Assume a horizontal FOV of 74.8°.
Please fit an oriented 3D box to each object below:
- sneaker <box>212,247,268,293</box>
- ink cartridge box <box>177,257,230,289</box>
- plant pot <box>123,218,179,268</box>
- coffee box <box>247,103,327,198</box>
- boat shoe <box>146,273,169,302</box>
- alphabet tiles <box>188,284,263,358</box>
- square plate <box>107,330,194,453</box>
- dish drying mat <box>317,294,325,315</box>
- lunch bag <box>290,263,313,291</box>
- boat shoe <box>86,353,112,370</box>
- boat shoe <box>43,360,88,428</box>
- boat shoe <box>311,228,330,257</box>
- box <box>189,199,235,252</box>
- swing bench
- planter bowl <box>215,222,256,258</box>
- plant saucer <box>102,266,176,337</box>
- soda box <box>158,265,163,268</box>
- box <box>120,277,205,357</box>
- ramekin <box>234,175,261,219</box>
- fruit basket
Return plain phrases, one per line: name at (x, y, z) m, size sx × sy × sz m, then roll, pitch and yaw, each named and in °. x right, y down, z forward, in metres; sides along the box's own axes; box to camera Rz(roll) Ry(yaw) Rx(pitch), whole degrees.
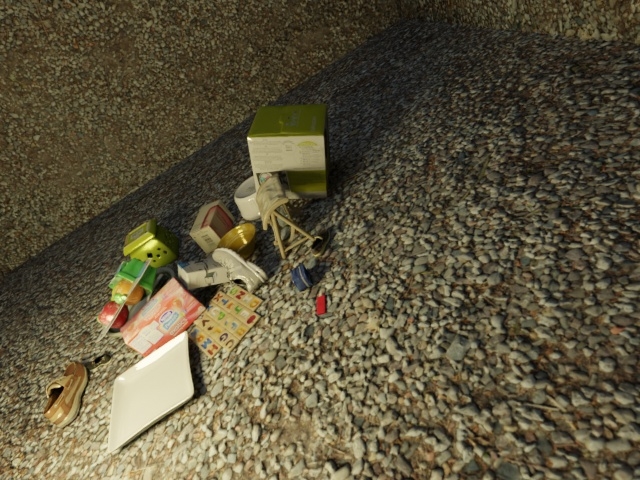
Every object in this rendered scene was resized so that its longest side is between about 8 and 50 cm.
sneaker at (-0.356, 0.121, 1.734) m, size 0.281 × 0.105 × 0.115 m, roll 25°, pitch 66°, yaw 28°
ink cartridge box at (-0.510, 0.141, 1.834) m, size 0.191 × 0.082 × 0.140 m, roll -11°, pitch 22°, yaw -32°
plant pot at (-0.935, 0.029, 2.295) m, size 0.228 × 0.207 × 0.227 m, roll -33°, pitch 34°, yaw 2°
coffee box at (-0.131, -0.425, 1.991) m, size 0.338 × 0.334 × 0.337 m, roll 0°, pitch 41°, yaw 4°
boat shoe at (-0.722, 0.214, 1.856) m, size 0.040 × 0.049 × 0.142 m, roll 22°, pitch 63°, yaw -1°
alphabet tiles at (-0.381, 0.311, 1.664) m, size 0.285 × 0.011 × 0.342 m, roll -48°, pitch 36°, yaw -20°
square plate at (-0.609, 0.541, 1.531) m, size 0.347 × 0.049 × 0.344 m, roll -34°, pitch 33°, yaw -2°
dish drying mat at (0.003, 0.225, 1.458) m, size 0.032 × 0.008 × 0.083 m, roll -22°, pitch 35°, yaw 15°
lunch bag at (-0.067, 0.137, 1.572) m, size 0.065 × 0.067 × 0.098 m, roll -29°, pitch 33°, yaw 6°
boat shoe at (-0.987, 0.537, 1.855) m, size 0.133 × 0.042 × 0.049 m, roll -24°, pitch 38°, yaw 16°
boat shoe at (-1.062, 0.616, 1.740) m, size 0.123 × 0.116 × 0.324 m, roll -41°, pitch 34°, yaw 2°
boat shoe at (0.000, 0.000, 1.702) m, size 0.056 × 0.049 × 0.152 m, roll -14°, pitch 38°, yaw 27°
box at (-0.552, -0.074, 2.159) m, size 0.127 × 0.148 × 0.232 m, roll -19°, pitch 37°, yaw 19°
swing bench at (-0.172, -0.110, 1.796) m, size 0.165 × 0.254 × 0.253 m, roll -31°, pitch 34°, yaw 4°
planter bowl at (-0.368, 0.026, 1.936) m, size 0.217 × 0.090 × 0.217 m, roll -21°, pitch 36°, yaw 16°
plant saucer at (-0.820, 0.301, 1.956) m, size 0.400 × 0.100 × 0.400 m, roll -21°, pitch 36°, yaw 16°
soda box at (-0.864, 0.205, 2.147) m, size 0.169 × 0.060 × 0.053 m, roll -32°, pitch 35°, yaw 1°
box at (-0.652, 0.323, 1.734) m, size 0.300 × 0.154 × 0.142 m, roll -47°, pitch 36°, yaw -13°
ramekin at (-0.329, -0.243, 2.205) m, size 0.273 × 0.127 × 0.273 m, roll -22°, pitch 35°, yaw 16°
fruit basket at (-0.840, 0.252, 1.744) m, size 0.327 × 0.165 × 0.353 m, roll -28°, pitch 30°, yaw 52°
